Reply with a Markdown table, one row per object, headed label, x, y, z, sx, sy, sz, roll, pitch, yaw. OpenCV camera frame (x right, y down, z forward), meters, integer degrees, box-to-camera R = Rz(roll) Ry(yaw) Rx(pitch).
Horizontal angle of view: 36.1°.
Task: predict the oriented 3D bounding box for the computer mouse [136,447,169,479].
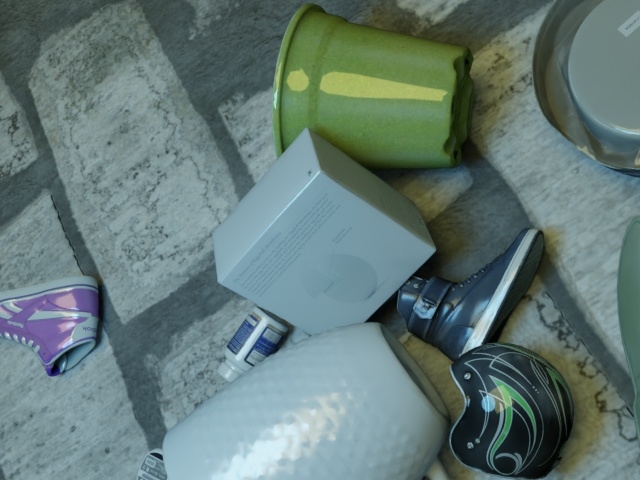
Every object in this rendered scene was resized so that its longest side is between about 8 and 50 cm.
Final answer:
| label | x | y | z | sx | sy | sz | roll | pitch | yaw |
| --- | --- | --- | --- | --- | --- | --- | --- | --- | --- |
| computer mouse | -0.269 | 0.426 | 1.558 | 0.106 | 0.042 | 0.192 | 19 | 88 | 35 |

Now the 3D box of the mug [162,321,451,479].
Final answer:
| label | x | y | z | sx | sy | sz | roll | pitch | yaw |
| --- | --- | --- | --- | --- | --- | --- | --- | --- | --- |
| mug | 0.028 | 0.312 | 1.338 | 0.328 | 0.276 | 0.374 | -38 | 91 | 7 |

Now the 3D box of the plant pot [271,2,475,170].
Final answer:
| label | x | y | z | sx | sy | sz | roll | pitch | yaw |
| --- | --- | --- | --- | --- | --- | --- | --- | --- | --- |
| plant pot | 0.094 | -0.211 | 1.486 | 0.254 | 0.276 | 0.276 | 8 | 76 | 17 |

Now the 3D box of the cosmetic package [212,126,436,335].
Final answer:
| label | x | y | z | sx | sy | sz | roll | pitch | yaw |
| --- | --- | --- | --- | --- | --- | --- | --- | --- | --- |
| cosmetic package | 0.000 | 0.000 | 1.419 | 0.224 | 0.225 | 0.138 | -46 | 31 | 19 |

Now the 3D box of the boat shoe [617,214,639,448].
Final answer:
| label | x | y | z | sx | sy | sz | roll | pitch | yaw |
| --- | --- | --- | --- | --- | --- | --- | --- | --- | --- |
| boat shoe | 0.459 | 0.129 | 1.251 | 0.113 | 0.127 | 0.339 | 1 | 63 | -3 |

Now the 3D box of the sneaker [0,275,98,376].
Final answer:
| label | x | y | z | sx | sy | sz | roll | pitch | yaw |
| --- | --- | --- | --- | --- | --- | --- | --- | --- | --- |
| sneaker | -0.521 | 0.169 | 1.741 | 0.282 | 0.102 | 0.161 | -16 | 69 | 22 |

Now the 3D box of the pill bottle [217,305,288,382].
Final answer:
| label | x | y | z | sx | sy | sz | roll | pitch | yaw |
| --- | --- | --- | --- | --- | --- | --- | --- | --- | --- |
| pill bottle | -0.110 | 0.169 | 1.548 | 0.067 | 0.067 | 0.120 | 35 | 90 | 32 |

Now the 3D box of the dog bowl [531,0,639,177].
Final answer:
| label | x | y | z | sx | sy | sz | roll | pitch | yaw |
| --- | --- | --- | --- | --- | --- | --- | --- | --- | --- |
| dog bowl | 0.478 | -0.244 | 1.371 | 0.349 | 0.102 | 0.348 | -9 | 69 | 24 |

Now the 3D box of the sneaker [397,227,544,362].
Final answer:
| label | x | y | z | sx | sy | sz | roll | pitch | yaw |
| --- | --- | --- | --- | --- | --- | --- | --- | --- | --- |
| sneaker | 0.208 | 0.056 | 1.414 | 0.163 | 0.086 | 0.226 | 30 | 89 | 29 |

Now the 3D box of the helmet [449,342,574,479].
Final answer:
| label | x | y | z | sx | sy | sz | roll | pitch | yaw |
| --- | --- | --- | --- | --- | --- | --- | --- | --- | --- |
| helmet | 0.248 | 0.218 | 1.294 | 0.170 | 0.169 | 0.161 | 14 | 97 | 30 |
